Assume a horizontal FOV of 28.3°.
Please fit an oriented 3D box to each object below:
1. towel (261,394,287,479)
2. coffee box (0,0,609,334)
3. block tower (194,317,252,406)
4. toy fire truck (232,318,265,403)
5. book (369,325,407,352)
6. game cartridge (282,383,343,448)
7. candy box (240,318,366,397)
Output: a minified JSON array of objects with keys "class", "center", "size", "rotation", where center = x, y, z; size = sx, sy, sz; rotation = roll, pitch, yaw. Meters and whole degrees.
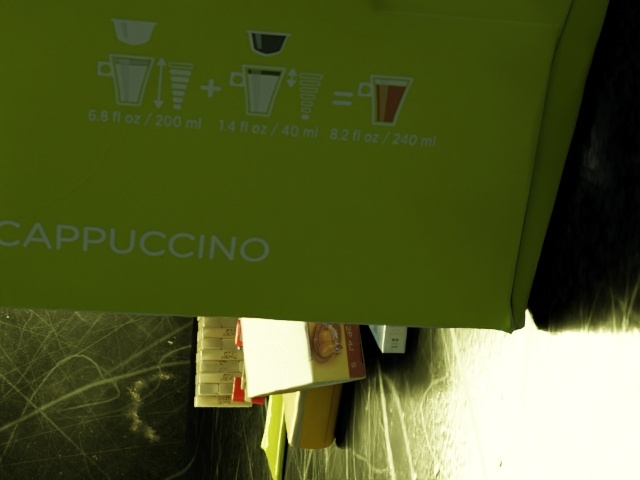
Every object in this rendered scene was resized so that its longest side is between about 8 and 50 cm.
[{"class":"towel","center":[-0.053,0.180,1.608],"size":[0.102,0.021,0.237],"rotation":[-112,27,-70]},{"class":"coffee box","center":[-0.045,-0.178,0.731],"size":[0.334,0.338,0.338],"rotation":[-103,19,-57]},{"class":"block tower","center":[-0.141,0.087,1.946],"size":[0.097,0.091,0.335],"rotation":[138,133,-77]},{"class":"toy fire truck","center":[-0.092,0.153,1.710],"size":[0.192,0.047,0.135],"rotation":[101,176,-84]},{"class":"book","center":[0.054,0.004,1.009],"size":[0.096,0.035,0.144],"rotation":[-114,27,-68]},{"class":"game cartridge","center":[0.000,0.000,1.295],"size":[0.285,0.053,0.323],"rotation":[-102,20,-56]},{"class":"candy box","center":[-0.022,0.080,1.139],"size":[0.187,0.053,0.109],"rotation":[153,112,-66]}]
